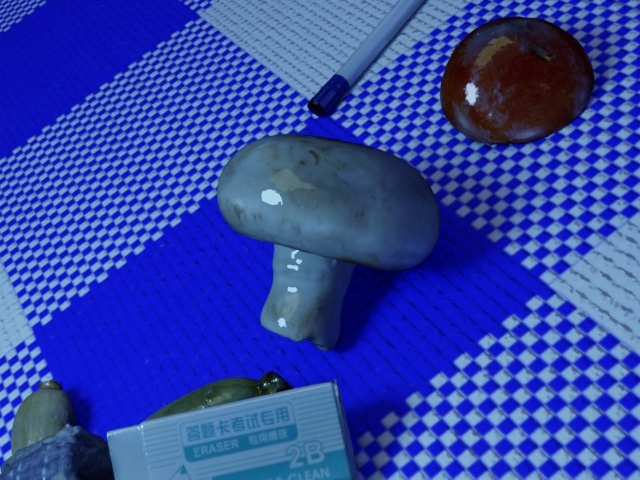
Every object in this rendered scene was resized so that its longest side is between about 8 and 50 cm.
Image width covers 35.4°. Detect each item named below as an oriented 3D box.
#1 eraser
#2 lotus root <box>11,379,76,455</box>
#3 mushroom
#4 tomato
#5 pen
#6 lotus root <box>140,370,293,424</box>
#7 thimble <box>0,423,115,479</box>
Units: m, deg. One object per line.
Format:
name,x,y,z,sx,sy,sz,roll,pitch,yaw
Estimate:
eraser,-0.082,0.201,0.954,0.225,0.052,0.096,-13,84,4
lotus root,-0.320,0.215,1.159,0.073,0.062,0.150,-22,41,13
mushroom,0.000,0.000,1.084,0.243,0.243,0.244,-19,41,17
tomato,0.223,-0.206,1.205,0.173,0.099,0.189,-36,40,-7
pen,0.071,-0.276,1.436,0.033,0.033,0.269,16,59,43
lotus root,-0.106,0.191,1.024,0.183,0.077,0.090,-30,80,4
thimble,-0.247,0.266,0.991,0.097,0.150,0.150,-26,39,10
